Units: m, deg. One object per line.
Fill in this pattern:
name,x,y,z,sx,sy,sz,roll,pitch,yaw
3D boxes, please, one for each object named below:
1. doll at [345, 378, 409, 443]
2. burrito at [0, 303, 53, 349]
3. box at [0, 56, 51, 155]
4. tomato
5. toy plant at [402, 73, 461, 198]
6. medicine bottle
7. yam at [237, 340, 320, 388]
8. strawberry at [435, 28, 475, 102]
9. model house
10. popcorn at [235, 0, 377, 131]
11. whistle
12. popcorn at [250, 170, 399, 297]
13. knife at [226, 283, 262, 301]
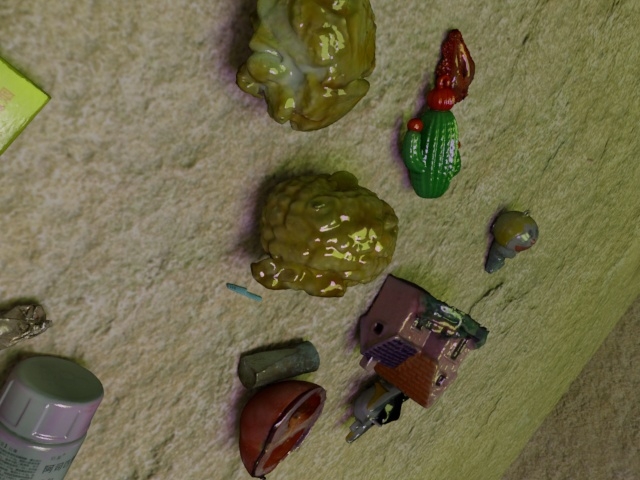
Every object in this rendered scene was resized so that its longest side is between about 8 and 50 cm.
doll,0.180,0.401,1.301,0.317,0.103,0.145,-17,166,-43
burrito,-0.447,0.128,0.647,0.188,0.045,0.058,-21,117,-30
box,-0.460,-0.183,0.470,0.187,0.047,0.335,-52,135,-6
tomato,-0.089,0.361,1.039,0.199,0.112,0.227,2,119,-58
toy plant,0.227,-0.198,1.036,0.155,0.088,0.240,-38,131,-19
medicine bottle,-0.396,0.262,0.702,0.135,0.135,0.168,25,93,-46
yam,-0.080,0.247,1.021,0.170,0.068,0.068,-3,114,-41
strawberry,0.281,-0.350,1.033,0.104,0.048,0.152,-38,135,-25
model house,0.223,0.242,1.185,0.237,0.202,0.237,33,87,-46
popcorn,-0.011,-0.269,0.721,0.204,0.184,0.221,-58,162,-63
whistle,0.525,0.010,1.400,0.123,0.123,0.223,-14,135,-36
popcorn,0.000,0.000,0.871,0.252,0.206,0.237,-39,148,-3
knife,-0.139,0.094,0.929,0.091,0.005,0.014,30,92,-45
